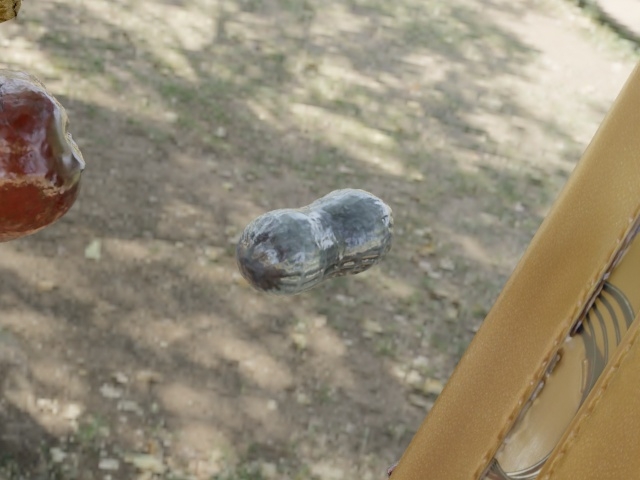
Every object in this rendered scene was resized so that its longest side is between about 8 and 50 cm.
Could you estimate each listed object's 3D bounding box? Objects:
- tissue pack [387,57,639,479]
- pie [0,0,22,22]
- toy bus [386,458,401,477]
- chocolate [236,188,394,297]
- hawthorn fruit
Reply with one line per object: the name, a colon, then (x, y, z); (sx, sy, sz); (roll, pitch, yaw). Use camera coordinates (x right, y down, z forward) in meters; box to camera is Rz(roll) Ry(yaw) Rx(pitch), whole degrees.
tissue pack: (0.135, 0.073, 0.417); (0.145, 0.274, 0.194); (27, 11, -15)
pie: (-0.340, -0.241, 0.931); (0.273, 0.273, 0.069); (21, 67, 20)
toy bus: (0.149, 0.323, 1.547); (0.235, 0.073, 0.096); (39, 26, -62)
chocolate: (0.000, 0.000, 1.003); (0.072, 0.072, 0.167); (30, 30, 33)
hawthorn fruit: (-0.357, -0.083, 1.311); (0.202, 0.185, 0.185); (-21, 35, -10)
